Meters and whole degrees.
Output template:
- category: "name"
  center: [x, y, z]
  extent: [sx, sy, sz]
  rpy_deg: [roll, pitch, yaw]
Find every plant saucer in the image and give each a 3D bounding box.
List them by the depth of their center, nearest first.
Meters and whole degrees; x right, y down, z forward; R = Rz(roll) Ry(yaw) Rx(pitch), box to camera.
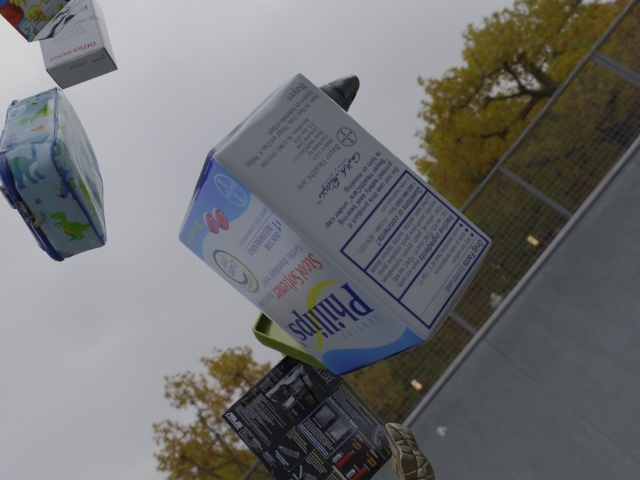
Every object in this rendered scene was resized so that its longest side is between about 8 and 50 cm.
- category: "plant saucer"
  center: [-0.040, 0.189, 1.419]
  extent: [0.188, 0.188, 0.045]
  rpy_deg: [-67, 0, -63]

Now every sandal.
- category: "sandal"
  center: [0.155, 0.405, 1.239]
  extent: [0.072, 0.180, 0.049]
  rpy_deg: [16, -70, -20]

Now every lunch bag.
- category: "lunch bag"
  center: [-0.355, -0.088, 0.919]
  extent: [0.090, 0.219, 0.176]
  rpy_deg: [-20, -48, -3]

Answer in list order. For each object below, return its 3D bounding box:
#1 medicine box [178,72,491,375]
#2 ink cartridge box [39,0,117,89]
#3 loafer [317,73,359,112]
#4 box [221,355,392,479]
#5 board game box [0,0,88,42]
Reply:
- category: "medicine box"
  center: [0.000, 0.000, 0.808]
  extent: [0.149, 0.289, 0.263]
  rpy_deg: [-49, 2, -27]
- category: "ink cartridge box"
  center: [-0.613, -0.503, 1.698]
  extent: [0.154, 0.212, 0.093]
  rpy_deg: [-21, -25, 0]
- category: "loafer"
  center: [-0.001, -0.220, 1.272]
  extent: [0.084, 0.096, 0.267]
  rpy_deg: [-45, 4, -28]
- category: "box"
  center: [-0.019, 0.400, 1.430]
  extent: [0.242, 0.307, 0.076]
  rpy_deg: [-42, -13, -14]
- category: "board game box"
  center: [-0.544, -0.501, 1.181]
  extent: [0.142, 0.275, 0.144]
  rpy_deg: [-41, 18, 11]
